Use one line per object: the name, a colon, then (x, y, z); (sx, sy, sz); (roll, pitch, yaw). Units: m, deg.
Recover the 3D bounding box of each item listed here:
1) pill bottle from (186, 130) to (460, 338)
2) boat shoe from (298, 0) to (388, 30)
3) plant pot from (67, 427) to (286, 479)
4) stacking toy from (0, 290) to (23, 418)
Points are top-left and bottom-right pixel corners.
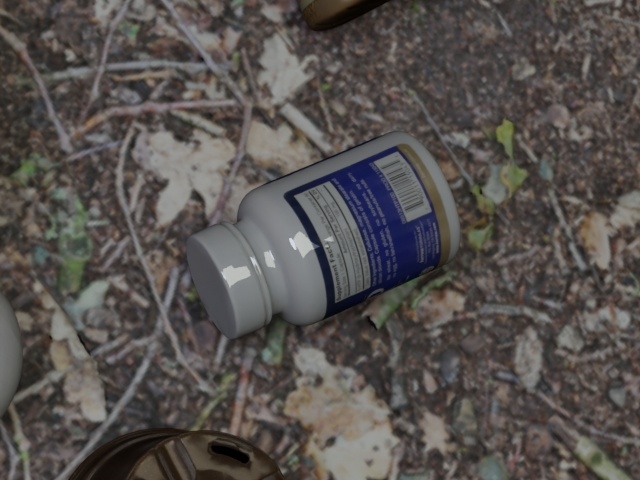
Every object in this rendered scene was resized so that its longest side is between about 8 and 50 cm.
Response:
pill bottle: (0.000, 0.000, 1.387); (0.186, 0.112, 0.112); (-23, 84, -18)
boat shoe: (0.107, -0.296, 1.483); (0.342, 0.123, 0.123); (-31, 88, -13)
plant pot: (-0.096, 0.202, 1.286); (0.167, 0.165, 0.167); (3, 76, -14)
stacking toy: (-0.340, -0.079, 1.260); (0.350, 0.350, 0.480); (-28, 105, -19)
